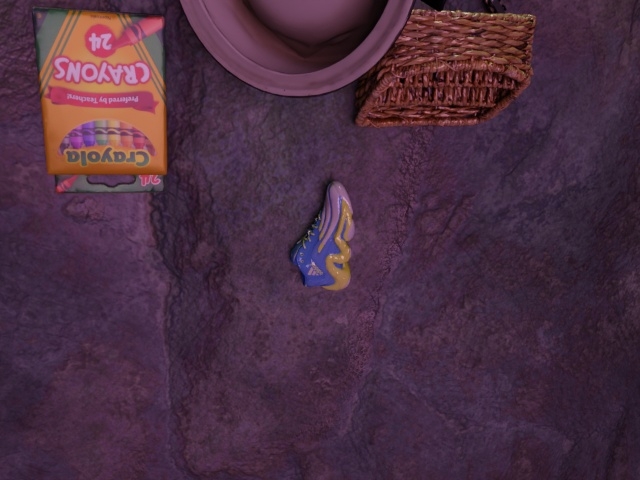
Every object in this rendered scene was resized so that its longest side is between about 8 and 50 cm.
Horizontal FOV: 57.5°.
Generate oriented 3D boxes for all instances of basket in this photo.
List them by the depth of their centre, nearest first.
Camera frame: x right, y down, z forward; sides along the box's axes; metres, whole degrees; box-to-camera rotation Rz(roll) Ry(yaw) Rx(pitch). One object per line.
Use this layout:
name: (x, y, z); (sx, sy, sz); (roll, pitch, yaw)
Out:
basket: (0.232, -0.306, 1.081); (0.298, 0.213, 0.223); (-2, 110, -16)

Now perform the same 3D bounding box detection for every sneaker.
sneaker: (0.000, 0.000, 1.194); (0.126, 0.091, 0.240); (-8, 112, -13)

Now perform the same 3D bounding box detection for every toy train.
toy train: (0.313, -0.496, 1.134); (0.027, 0.036, 0.158); (-42, 114, 3)

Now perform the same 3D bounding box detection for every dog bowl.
dog bowl: (-0.022, -0.439, 0.899); (0.407, 0.150, 0.409); (10, 116, 20)

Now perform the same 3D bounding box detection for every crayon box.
crayon box: (-0.368, -0.226, 1.006); (0.202, 0.081, 0.319); (-3, 111, -16)

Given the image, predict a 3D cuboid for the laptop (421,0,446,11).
laptop: (0.123, -0.535, 0.926); (0.136, 0.264, 0.234); (-1, 129, -31)
